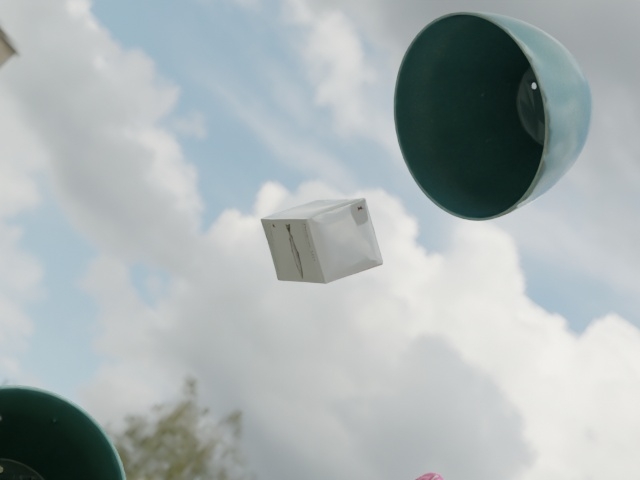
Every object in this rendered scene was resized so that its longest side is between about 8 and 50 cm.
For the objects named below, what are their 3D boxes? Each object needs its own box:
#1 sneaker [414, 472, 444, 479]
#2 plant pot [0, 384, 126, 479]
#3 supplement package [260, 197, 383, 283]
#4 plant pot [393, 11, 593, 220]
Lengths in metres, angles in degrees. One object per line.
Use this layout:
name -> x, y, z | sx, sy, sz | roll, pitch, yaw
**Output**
sneaker -> 0.112, 0.343, 1.745 | 0.075, 0.170, 0.063 | 21, 2, -19
plant pot -> -0.420, 0.357, 2.073 | 0.293, 0.293, 0.235 | 41, -23, -2
supplement package -> 0.000, 0.000, 2.358 | 0.179, 0.105, 0.105 | 0, -73, 65
plant pot -> 0.273, -0.185, 2.216 | 0.290, 0.195, 0.290 | 15, -70, 46
